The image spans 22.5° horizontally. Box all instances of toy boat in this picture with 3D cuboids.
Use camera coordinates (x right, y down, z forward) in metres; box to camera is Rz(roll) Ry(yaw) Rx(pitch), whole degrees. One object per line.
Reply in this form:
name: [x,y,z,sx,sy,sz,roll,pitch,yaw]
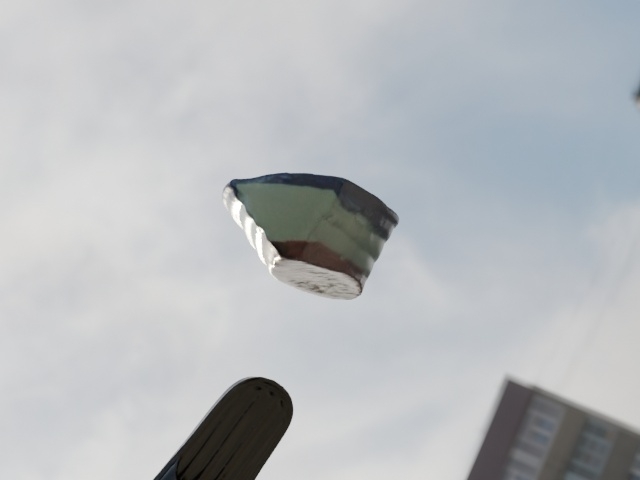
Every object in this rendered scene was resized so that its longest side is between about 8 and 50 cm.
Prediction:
toy boat: [0.000,0.000,0.804,0.229,0.080,0.045,49,-140,-80]

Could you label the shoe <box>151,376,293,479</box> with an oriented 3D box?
shoe: [-0.064,0.151,0.921,0.062,0.053,0.159,35,-95,-29]
